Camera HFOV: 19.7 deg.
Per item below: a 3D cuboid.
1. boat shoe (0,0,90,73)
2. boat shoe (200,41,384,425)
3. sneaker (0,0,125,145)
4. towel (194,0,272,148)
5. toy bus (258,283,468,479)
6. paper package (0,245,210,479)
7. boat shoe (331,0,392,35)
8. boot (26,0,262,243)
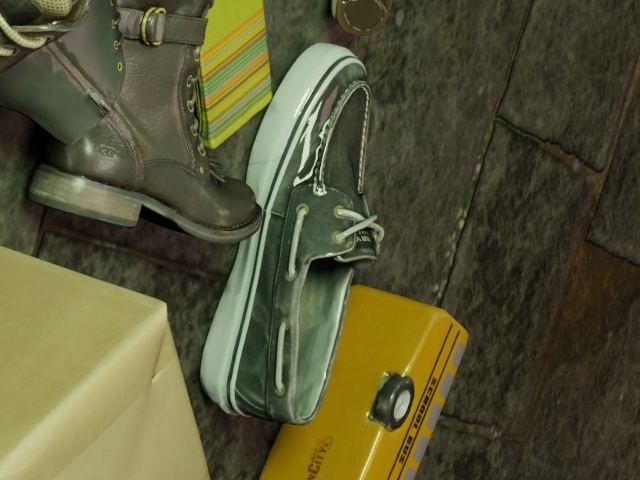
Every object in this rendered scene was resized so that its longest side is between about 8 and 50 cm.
[{"bbox_3d":[-0.204,-0.171,1.100,0.355,0.130,0.132,-46,120,-13],"label":"boat shoe"},{"bbox_3d":[0.000,0.000,1.597,0.121,0.119,0.335,7,99,-59],"label":"boat shoe"},{"bbox_3d":[-0.162,-0.182,1.253,0.118,0.083,0.222,35,83,-36],"label":"sneaker"},{"bbox_3d":[-0.080,-0.198,1.473,0.102,0.021,0.237,-46,139,-47],"label":"towel"},{"bbox_3d":[0.022,0.211,1.749,0.130,0.108,0.333,42,67,-59],"label":"toy bus"},{"bbox_3d":[-0.271,0.139,1.022,0.309,0.324,0.168,-45,139,-38],"label":"paper package"},{"bbox_3d":[0.044,-0.276,1.587,0.068,0.072,0.190,13,110,-22],"label":"boat shoe"},{"bbox_3d":[-0.107,-0.122,1.391,0.263,0.091,0.229,9,97,-57],"label":"boot"}]
